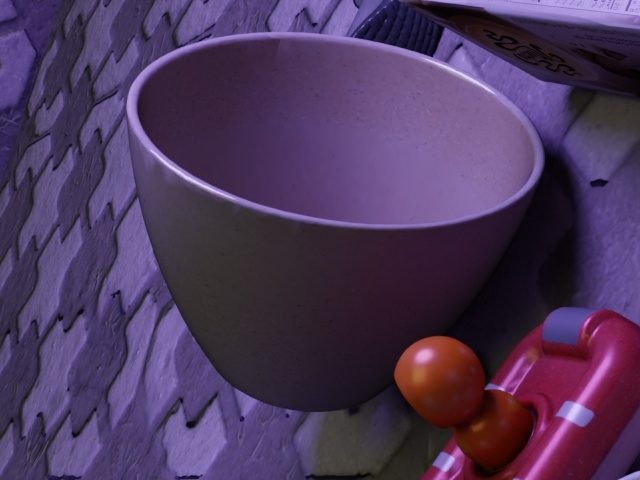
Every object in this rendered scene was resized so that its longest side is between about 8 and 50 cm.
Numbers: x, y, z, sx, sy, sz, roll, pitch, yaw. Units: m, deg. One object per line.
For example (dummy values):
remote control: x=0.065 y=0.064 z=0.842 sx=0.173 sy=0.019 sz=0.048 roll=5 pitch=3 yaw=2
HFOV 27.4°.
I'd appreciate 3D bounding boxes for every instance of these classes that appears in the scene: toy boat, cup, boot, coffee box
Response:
toy boat: x=0.109 y=0.123 z=0.865 sx=0.231 sy=0.151 sz=0.151 roll=-53 pitch=15 yaw=-13
cup: x=0.000 y=0.000 z=1.096 sx=0.331 sy=0.331 sz=0.237 roll=-111 pitch=25 yaw=-54
boot: x=0.070 y=-0.241 z=1.377 sx=0.246 sy=0.083 sz=0.161 roll=-59 pitch=21 yaw=3
coffee box: x=0.213 y=-0.179 z=0.928 sx=0.297 sy=0.168 sz=0.119 roll=25 pitch=92 yaw=58

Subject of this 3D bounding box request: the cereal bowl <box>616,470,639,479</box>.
cereal bowl: x=0.206 y=0.286 z=0.631 sx=0.339 sy=0.141 sz=0.339 roll=-42 pitch=36 yaw=41
